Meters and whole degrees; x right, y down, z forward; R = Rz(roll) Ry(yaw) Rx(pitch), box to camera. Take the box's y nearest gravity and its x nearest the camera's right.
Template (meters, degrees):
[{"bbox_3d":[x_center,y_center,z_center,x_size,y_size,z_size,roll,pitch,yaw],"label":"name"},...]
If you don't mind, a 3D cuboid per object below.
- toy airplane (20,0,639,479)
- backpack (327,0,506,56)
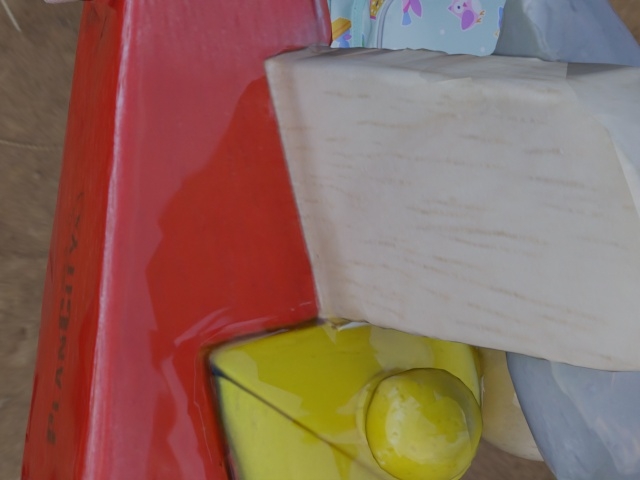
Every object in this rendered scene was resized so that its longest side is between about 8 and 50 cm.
[{"bbox_3d":[0.000,0.000,0.582,0.272,0.384,0.386,9,43,-20],"label":"toy airplane"},{"bbox_3d":[0.072,-0.109,1.026,0.188,0.144,0.165,-11,113,-32],"label":"backpack"}]
